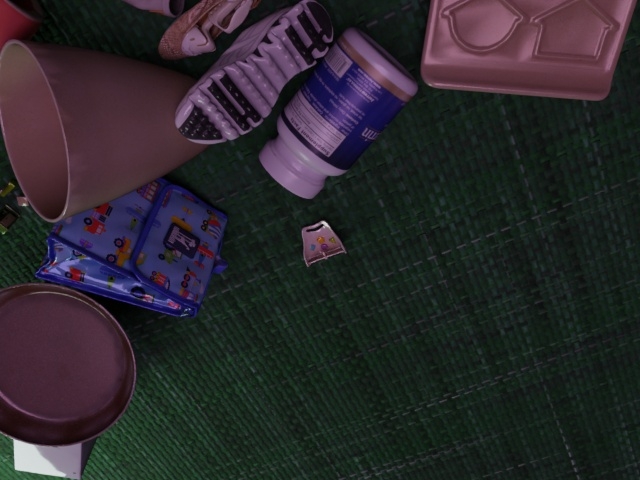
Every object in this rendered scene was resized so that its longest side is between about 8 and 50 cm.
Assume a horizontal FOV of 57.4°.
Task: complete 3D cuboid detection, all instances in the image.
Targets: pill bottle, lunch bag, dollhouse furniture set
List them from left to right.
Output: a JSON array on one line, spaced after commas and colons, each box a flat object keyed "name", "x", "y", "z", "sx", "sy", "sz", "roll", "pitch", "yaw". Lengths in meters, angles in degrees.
[{"name": "dollhouse furniture set", "x": -0.553, "y": -0.082, "z": 1.090, "sx": 0.152, "sy": 0.058, "sz": 0.076, "roll": -35, "pitch": 114, "yaw": 17}, {"name": "lunch bag", "x": -0.308, "y": 0.003, "z": 1.043, "sx": 0.293, "sy": 0.220, "sz": 0.138, "roll": 25, "pitch": 137, "yaw": -19}, {"name": "pill bottle", "x": 0.022, "y": -0.205, "z": 0.977, "sx": 0.153, "sy": 0.153, "sz": 0.264, "roll": 35, "pitch": 114, "yaw": -18}]

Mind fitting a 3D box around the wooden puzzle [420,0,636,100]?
[{"name": "wooden puzzle", "x": 0.335, "y": -0.410, "z": 0.916, "sx": 0.322, "sy": 0.080, "sz": 0.347, "roll": 4, "pitch": 114, "yaw": -3}]

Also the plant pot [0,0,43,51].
[{"name": "plant pot", "x": -0.570, "y": -0.327, "z": 0.855, "sx": 0.243, "sy": 0.275, "sz": 0.275, "roll": -37, "pitch": 113, "yaw": 6}]

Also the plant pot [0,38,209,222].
[{"name": "plant pot", "x": -0.313, "y": -0.181, "z": 0.914, "sx": 0.274, "sy": 0.256, "sz": 0.256, "roll": -18, "pitch": 129, "yaw": -41}]

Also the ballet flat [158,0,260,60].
[{"name": "ballet flat", "x": -0.176, "y": -0.348, "z": 0.936, "sx": 0.206, "sy": 0.073, "sz": 0.067, "roll": -38, "pitch": 70, "yaw": 19}]

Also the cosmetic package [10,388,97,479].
[{"name": "cosmetic package", "x": -0.527, "y": 0.325, "z": 1.221, "sx": 0.138, "sy": 0.224, "sz": 0.224, "roll": 11, "pitch": 118, "yaw": -4}]

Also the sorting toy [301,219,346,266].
[{"name": "sorting toy", "x": 0.000, "y": 0.000, "z": 1.155, "sx": 0.083, "sy": 0.045, "sz": 0.075, "roll": -20, "pitch": 110, "yaw": 10}]

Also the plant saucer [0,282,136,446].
[{"name": "plant saucer", "x": -0.476, "y": 0.216, "z": 1.030, "sx": 0.311, "sy": 0.050, "sz": 0.310, "roll": 0, "pitch": 103, "yaw": -2}]

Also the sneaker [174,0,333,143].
[{"name": "sneaker", "x": -0.113, "y": -0.262, "z": 0.912, "sx": 0.292, "sy": 0.118, "sz": 0.110, "roll": -44, "pitch": 133, "yaw": -12}]

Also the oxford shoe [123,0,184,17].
[{"name": "oxford shoe", "x": -0.147, "y": -0.499, "z": 0.808, "sx": 0.130, "sy": 0.169, "sz": 0.449, "roll": 36, "pitch": 120, "yaw": -15}]
